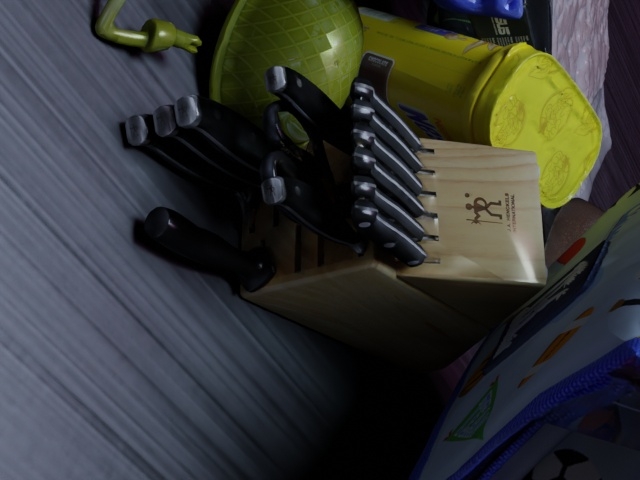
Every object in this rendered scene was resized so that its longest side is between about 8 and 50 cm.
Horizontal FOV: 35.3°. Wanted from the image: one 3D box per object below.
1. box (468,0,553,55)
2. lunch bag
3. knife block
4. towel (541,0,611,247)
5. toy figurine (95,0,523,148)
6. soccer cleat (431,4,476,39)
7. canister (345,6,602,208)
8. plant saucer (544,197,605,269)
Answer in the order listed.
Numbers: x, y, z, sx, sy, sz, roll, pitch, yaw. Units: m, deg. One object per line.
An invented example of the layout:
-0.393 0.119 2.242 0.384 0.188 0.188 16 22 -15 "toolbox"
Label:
0.143 -0.209 0.731 0.191 0.045 0.184 43 48 -67 "box"
0.180 0.159 0.594 0.328 0.239 0.385 -41 142 -57 "lunch bag"
0.000 0.000 0.614 0.275 0.242 0.088 118 -25 -66 "knife block"
0.256 -0.185 1.032 0.332 0.053 0.317 -45 134 -56 "towel"
0.068 -0.210 0.533 0.191 0.217 0.362 32 79 -50 "toy figurine"
0.150 -0.223 0.939 0.060 0.072 0.179 50 39 -36 "soccer cleat"
0.092 -0.096 0.696 0.126 0.170 0.073 36 85 -46 "canister"
0.268 0.113 0.960 0.310 0.050 0.310 6 84 -61 "plant saucer"
